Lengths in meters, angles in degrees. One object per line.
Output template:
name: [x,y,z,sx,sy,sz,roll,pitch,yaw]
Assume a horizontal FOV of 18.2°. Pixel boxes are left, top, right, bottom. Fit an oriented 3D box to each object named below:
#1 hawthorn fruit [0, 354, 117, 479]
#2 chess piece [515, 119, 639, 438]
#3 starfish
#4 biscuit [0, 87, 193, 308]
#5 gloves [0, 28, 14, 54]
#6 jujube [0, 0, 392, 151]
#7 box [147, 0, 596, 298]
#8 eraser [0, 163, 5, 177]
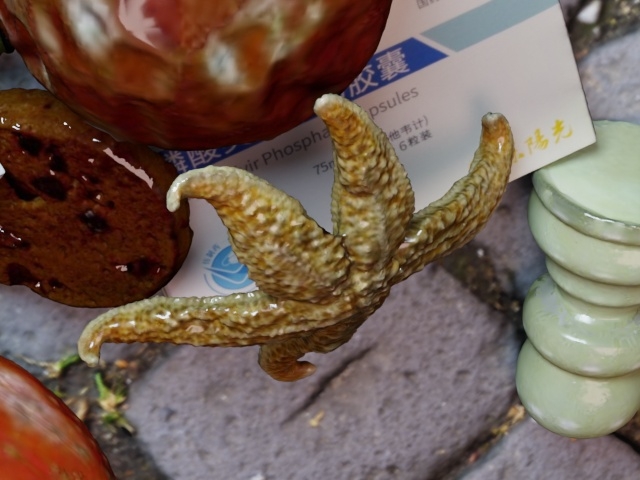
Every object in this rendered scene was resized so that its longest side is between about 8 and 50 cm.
hawthorn fruit: [-0.306,0.178,1.363,0.287,0.287,0.330,-43,120,9]
chess piece: [0.216,0.046,1.568,0.144,0.144,0.251,-6,130,-18]
starfish: [0.007,0.008,1.348,0.327,0.094,0.375,-19,155,-28]
biscuit: [-0.179,-0.027,1.363,0.192,0.049,0.192,8,137,7]
gloves: [-0.312,-0.076,1.274,0.268,0.135,0.107,-46,132,0]
jujube: [-0.066,-0.233,1.190,0.276,0.276,0.377,-8,120,-17]
box: [0.017,-0.091,1.431,0.343,0.065,0.200,-25,127,-5]
eraser: [-0.280,0.001,1.319,0.104,0.023,0.150,-32,173,-44]
